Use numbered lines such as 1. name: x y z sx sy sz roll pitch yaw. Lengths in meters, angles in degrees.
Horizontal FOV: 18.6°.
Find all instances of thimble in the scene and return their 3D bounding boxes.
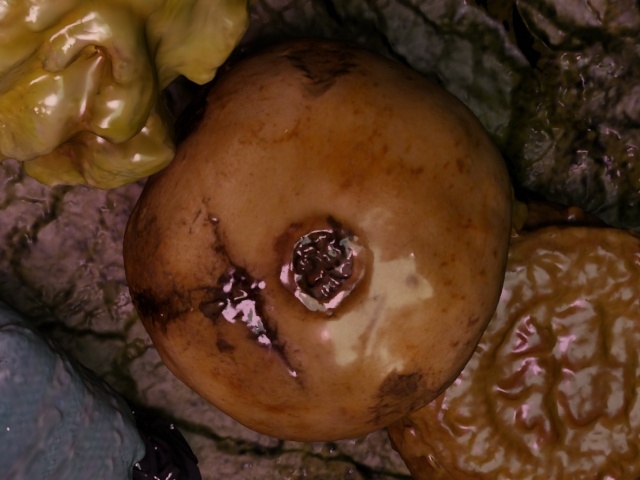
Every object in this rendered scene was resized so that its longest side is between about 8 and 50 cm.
1. thimble: -0.236 0.150 1.268 0.235 0.198 0.143 -26 127 30

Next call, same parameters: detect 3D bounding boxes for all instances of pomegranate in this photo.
1. pomegranate: 0.000 0.000 1.250 0.260 0.260 0.260 -8 116 -17

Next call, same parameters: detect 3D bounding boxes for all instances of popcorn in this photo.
1. popcorn: -0.167 -0.156 1.131 0.250 0.235 0.241 21 75 -43

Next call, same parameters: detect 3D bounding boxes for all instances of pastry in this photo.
1. pastry: 0.145 0.084 1.426 0.235 0.132 0.240 25 96 -19

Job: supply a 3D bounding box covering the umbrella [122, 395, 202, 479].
1. umbrella: -0.194 0.235 1.372 0.272 0.110 0.122 -54 154 10
